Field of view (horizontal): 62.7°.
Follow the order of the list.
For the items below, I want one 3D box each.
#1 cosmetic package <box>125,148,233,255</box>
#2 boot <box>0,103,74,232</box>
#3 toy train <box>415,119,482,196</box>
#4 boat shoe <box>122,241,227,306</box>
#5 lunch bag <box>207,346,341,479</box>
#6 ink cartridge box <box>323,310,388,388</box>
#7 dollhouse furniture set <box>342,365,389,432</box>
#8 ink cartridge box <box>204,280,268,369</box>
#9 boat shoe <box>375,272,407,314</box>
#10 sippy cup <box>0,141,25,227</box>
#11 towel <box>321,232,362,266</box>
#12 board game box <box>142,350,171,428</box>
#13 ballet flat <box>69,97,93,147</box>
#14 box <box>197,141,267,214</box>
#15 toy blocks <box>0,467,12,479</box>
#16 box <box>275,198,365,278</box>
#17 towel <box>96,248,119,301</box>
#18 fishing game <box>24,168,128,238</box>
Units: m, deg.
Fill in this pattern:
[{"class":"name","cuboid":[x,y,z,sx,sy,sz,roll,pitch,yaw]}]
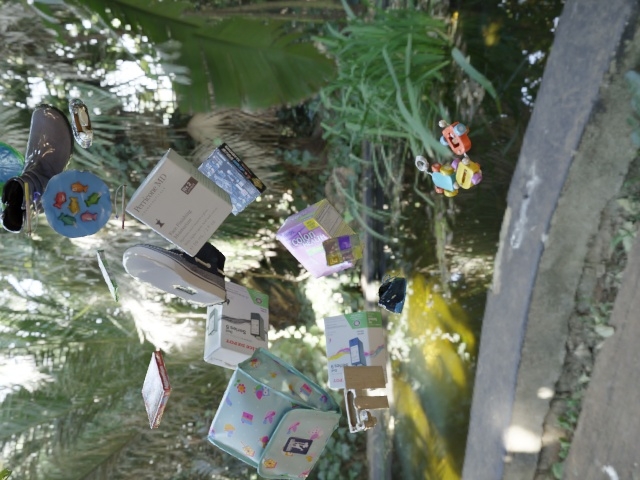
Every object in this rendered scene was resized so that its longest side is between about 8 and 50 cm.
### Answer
[{"class":"cosmetic package","cuboid":[-0.323,-0.091,1.218,0.151,0.184,0.151,-50,21,5]},{"class":"boot","cuboid":[-0.805,-0.201,1.487,0.222,0.118,0.338,-88,10,-66]},{"class":"toy train","cuboid":[0.242,-0.149,0.953,0.125,0.046,0.166,56,161,4]},{"class":"boat shoe","cuboid":[-0.383,0.054,1.420,0.340,0.127,0.158,43,-144,-50]},{"class":"lunch bag","cuboid":[-0.101,0.422,1.240,0.223,0.262,0.160,-65,-13,16]},{"class":"ink cartridge box","cuboid":[0.102,0.320,1.534,0.093,0.154,0.212,11,-110,-53]},{"class":"dollhouse furniture set","cuboid":[0.078,0.412,1.351,0.151,0.123,0.144,-38,52,47]},{"class":"ink cartridge box","cuboid":[-0.291,0.303,1.853,0.115,0.198,0.272,-40,40,35]},{"class":"boat shoe","cuboid":[0.229,0.159,1.695,0.258,0.089,0.109,-29,-47,-82]},{"class":"sippy cup","cuboid":[-1.122,-0.184,1.743,0.224,0.240,0.305,-52,37,33]},{"class":"towel","cuboid":[0.046,0.020,1.102,0.009,0.083,0.060,-140,38,-70]},{"class":"board game box","cuboid":[-0.554,0.505,1.766,0.145,0.027,0.281,61,141,31]},{"class":"ballet flat","cuboid":[-0.504,-0.243,1.116,0.041,0.041,0.114,-93,4,-51]},{"class":"box","cuboid":[-0.323,-0.216,1.879,0.175,0.220,0.051,-34,14,41]},{"class":"toy blocks","cuboid":[-0.857,0.563,1.018,0.381,0.261,0.190,-59,1,-29]},{"class":"box","cuboid":[0.000,0.000,1.942,0.243,0.214,0.117,49,-134,-18]},{"class":"towel","cuboid":[-0.686,0.113,1.706,0.152,0.023,0.113,58,151,20]},{"class":"fishing game","cuboid":[-0.638,-0.097,1.396,0.041,0.264,0.189,11,99,44]}]
